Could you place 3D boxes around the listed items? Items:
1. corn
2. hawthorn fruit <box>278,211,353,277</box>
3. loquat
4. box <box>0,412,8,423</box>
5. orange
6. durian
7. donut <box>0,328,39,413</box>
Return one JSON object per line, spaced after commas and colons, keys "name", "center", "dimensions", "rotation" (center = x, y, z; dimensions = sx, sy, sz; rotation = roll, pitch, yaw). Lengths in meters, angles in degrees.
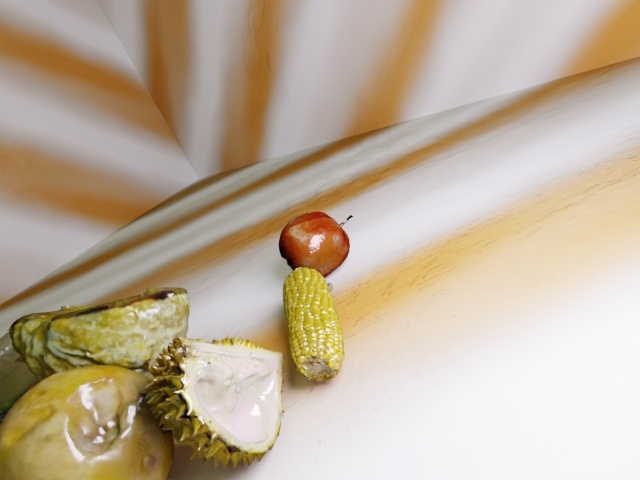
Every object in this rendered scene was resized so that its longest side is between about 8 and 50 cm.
{"name": "corn", "center": [-0.015, 0.143, 0.746], "dimensions": [0.106, 0.106, 0.293], "rotation": [-24, 26, 3]}
{"name": "hawthorn fruit", "center": [0.000, 0.000, 0.956], "dimensions": [0.194, 0.157, 0.157], "rotation": [-34, 24, -14]}
{"name": "loquat", "center": [-0.324, 0.295, 0.583], "dimensions": [0.244, 0.244, 0.244], "rotation": [-21, 23, 10]}
{"name": "box", "center": [-0.702, 0.427, 0.898], "dimensions": [0.178, 0.036, 0.115], "rotation": [-23, 25, 4]}
{"name": "orange", "center": [-0.436, 0.216, 0.837], "dimensions": [0.369, 0.210, 0.271], "rotation": [-10, -11, 27]}
{"name": "durian", "center": [-0.152, 0.225, 0.584], "dimensions": [0.138, 0.183, 0.250], "rotation": [-20, -21, 13]}
{"name": "donut", "center": [-0.886, 0.374, 1.053], "dimensions": [0.371, 0.150, 0.307], "rotation": [-26, 23, -2]}
